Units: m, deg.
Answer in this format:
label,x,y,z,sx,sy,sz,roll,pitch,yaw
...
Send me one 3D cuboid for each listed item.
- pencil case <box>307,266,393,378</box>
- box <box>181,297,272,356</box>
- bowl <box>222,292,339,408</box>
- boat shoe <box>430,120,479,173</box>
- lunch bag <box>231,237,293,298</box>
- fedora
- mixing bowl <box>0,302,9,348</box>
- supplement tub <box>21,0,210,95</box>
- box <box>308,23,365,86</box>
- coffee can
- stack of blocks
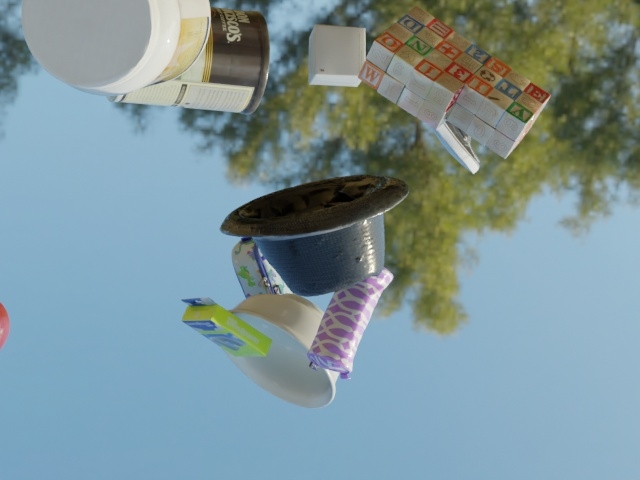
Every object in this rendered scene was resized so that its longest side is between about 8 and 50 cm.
label,x,y,z,sx,sy,sz,roll,pitch,yaw
pencil case,0.053,0.131,1.883,0.088,0.206,0.086,32,163,-25
box,-0.196,0.177,2.239,0.178,0.042,0.109,37,153,-31
bowl,-0.066,0.207,2.323,0.298,0.298,0.134,19,-126,29
boat shoe,0.275,-0.234,2.281,0.076,0.228,0.080,-42,-153,1
lunch bag,-0.118,0.055,2.530,0.090,0.176,0.219,-15,-167,21
fedora,0.000,0.000,1.796,0.334,0.152,0.334,-13,-168,3
mixing bowl,-0.721,0.178,2.318,0.181,0.181,0.098,13,-173,17
supplement tub,-0.307,-0.342,1.698,0.228,0.228,0.316,7,-167,6
box,0.031,-0.357,2.146,0.102,0.101,0.087,1,174,-7
coffee can,-0.258,-0.351,2.112,0.275,0.201,0.201,2,-157,-23
stack of blocks,0.238,-0.273,1.962,0.297,0.087,0.171,35,-136,9
